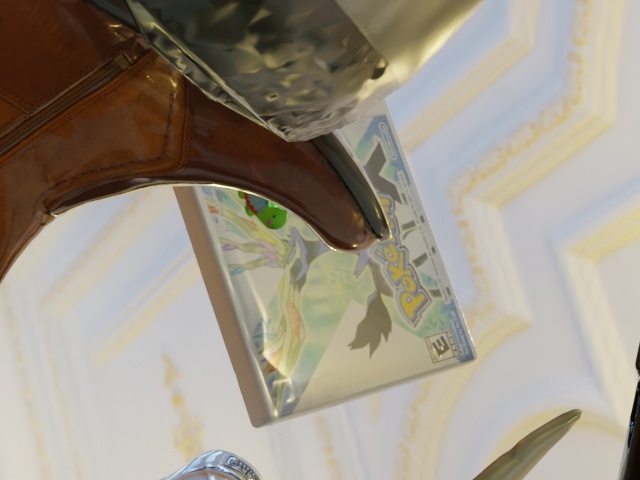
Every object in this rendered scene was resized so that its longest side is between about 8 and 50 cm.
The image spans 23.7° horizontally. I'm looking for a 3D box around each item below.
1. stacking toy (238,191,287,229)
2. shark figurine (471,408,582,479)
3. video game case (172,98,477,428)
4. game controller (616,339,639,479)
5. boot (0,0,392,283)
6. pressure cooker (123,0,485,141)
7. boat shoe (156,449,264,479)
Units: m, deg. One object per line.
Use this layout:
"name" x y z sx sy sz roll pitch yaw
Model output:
"stacking toy" -0.067 -0.132 1.281 0.167 0.052 0.221 -89 158 -68
"shark figurine" 0.078 0.205 0.466 0.166 0.116 0.278 130 -58 -66
"video game case" 0.000 0.000 1.541 0.036 0.300 0.329 -28 -102 47
"game controller" 0.253 0.048 0.838 0.067 0.166 0.319 35 -56 54
"boot" -0.134 -0.011 0.802 0.280 0.264 0.096 -43 -151 10
"pressure cooker" 0.005 -0.294 0.485 0.420 0.370 0.375 -46 -126 2
"boat shoe" -0.143 0.273 1.339 0.096 0.088 0.267 47 -45 -10
